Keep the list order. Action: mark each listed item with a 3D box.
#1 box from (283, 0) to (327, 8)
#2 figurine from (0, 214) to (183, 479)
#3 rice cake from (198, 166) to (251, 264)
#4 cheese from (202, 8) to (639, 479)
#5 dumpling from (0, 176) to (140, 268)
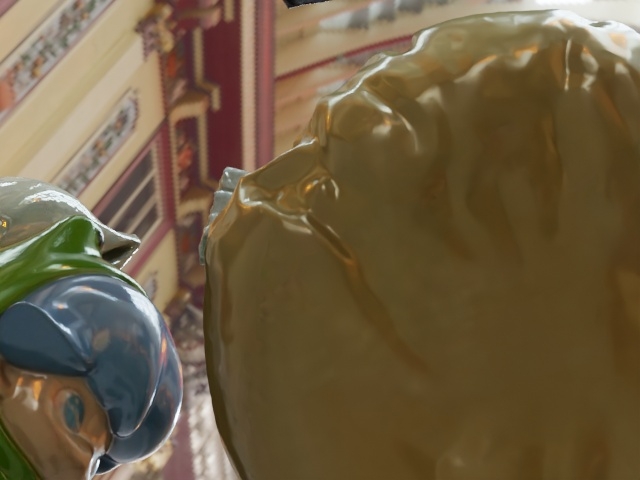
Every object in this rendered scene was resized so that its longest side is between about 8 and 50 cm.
[{"bbox_3d":[0.058,-0.316,0.887,0.261,0.116,0.279,-8,-35,15],"label":"box"},{"bbox_3d":[-0.171,0.108,0.663,0.143,0.263,0.162,7,-44,20],"label":"figurine"},{"bbox_3d":[0.000,0.000,1.125,0.211,0.124,0.038,11,-50,1],"label":"rice cake"},{"bbox_3d":[0.065,0.038,0.449,0.226,0.214,0.117,58,-11,-5],"label":"cheese"},{"bbox_3d":[-0.254,0.012,0.972,0.151,0.229,0.124,1,-90,39],"label":"dumpling"}]
